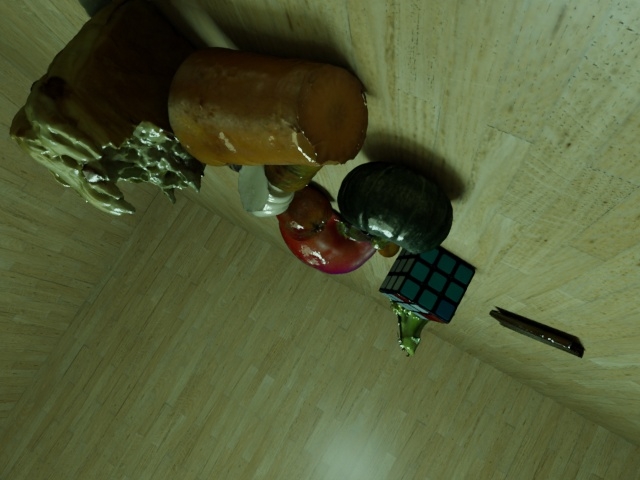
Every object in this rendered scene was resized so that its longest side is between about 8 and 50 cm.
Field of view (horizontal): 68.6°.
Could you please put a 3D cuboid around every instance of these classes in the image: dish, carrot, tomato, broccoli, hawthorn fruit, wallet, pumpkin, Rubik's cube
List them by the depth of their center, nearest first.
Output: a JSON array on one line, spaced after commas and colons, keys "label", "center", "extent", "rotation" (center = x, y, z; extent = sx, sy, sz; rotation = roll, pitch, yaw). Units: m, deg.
[{"label": "carrot", "center": [-0.081, -0.186, 0.704], "extent": [0.254, 0.195, 0.196], "rotation": [20, 166, 40]}, {"label": "dish", "center": [-0.382, -0.423, 0.802], "extent": [0.039, 0.091, 0.137], "rotation": [-15, 169, 1]}, {"label": "pumpkin", "center": [0.132, -0.054, 0.844], "extent": [0.212, 0.152, 0.211], "rotation": [33, 175, 3]}, {"label": "carrot", "center": [-0.047, -0.167, 0.934], "extent": [0.114, 0.114, 0.302], "rotation": [32, 169, -9]}, {"label": "Rubik's cube", "center": [0.274, 0.106, 1.226], "extent": [0.162, 0.160, 0.163], "rotation": [31, 171, -7]}, {"label": "carrot", "center": [0.179, -0.003, 1.243], "extent": [0.067, 0.067, 0.225], "rotation": [28, 168, 16]}, {"label": "hawthorn fruit", "center": [-0.069, -0.100, 1.312], "extent": [0.203, 0.162, 0.162], "rotation": [42, 175, 19]}, {"label": "wallet", "center": [0.628, 0.268, 1.370], "extent": [0.133, 0.039, 0.243], "rotation": [30, 173, -42]}, {"label": "broccoli", "center": [0.330, 0.206, 1.434], "extent": [0.180, 0.272, 0.242], "rotation": [-17, 144, 31]}, {"label": "tomato", "center": [0.002, 0.006, 1.518], "extent": [0.335, 0.176, 0.290], "rotation": [32, 174, -16]}]

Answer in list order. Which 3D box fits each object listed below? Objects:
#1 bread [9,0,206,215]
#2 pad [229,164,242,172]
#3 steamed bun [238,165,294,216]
[{"label": "bread", "center": [-0.319, -0.200, 0.795], "extent": [0.192, 0.369, 0.314], "rotation": [-16, 141, 26]}, {"label": "pad", "center": [-0.248, -0.246, 1.477], "extent": [0.330, 0.004, 0.220], "rotation": [23, 168, 41]}, {"label": "steamed bun", "center": [-0.136, -0.145, 1.219], "extent": [0.106, 0.182, 0.183], "rotation": [-6, -164, -38]}]
